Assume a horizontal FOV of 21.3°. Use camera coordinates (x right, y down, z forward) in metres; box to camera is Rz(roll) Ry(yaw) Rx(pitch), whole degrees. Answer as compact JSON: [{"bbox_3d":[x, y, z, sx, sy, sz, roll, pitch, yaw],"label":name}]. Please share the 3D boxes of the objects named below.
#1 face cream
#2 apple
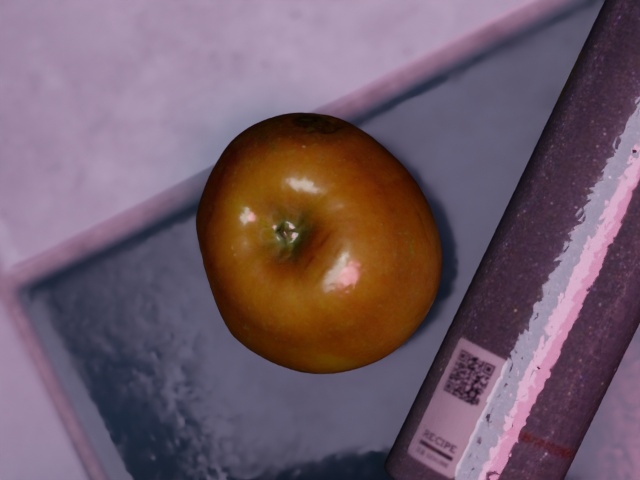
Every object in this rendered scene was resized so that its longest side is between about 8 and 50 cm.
[{"bbox_3d":[0.117,-0.011,0.725,0.073,0.073,0.283,26,93,8],"label":"face cream"},{"bbox_3d":[0.000,0.000,0.727,0.099,0.102,0.114,-14,87,9],"label":"apple"}]
